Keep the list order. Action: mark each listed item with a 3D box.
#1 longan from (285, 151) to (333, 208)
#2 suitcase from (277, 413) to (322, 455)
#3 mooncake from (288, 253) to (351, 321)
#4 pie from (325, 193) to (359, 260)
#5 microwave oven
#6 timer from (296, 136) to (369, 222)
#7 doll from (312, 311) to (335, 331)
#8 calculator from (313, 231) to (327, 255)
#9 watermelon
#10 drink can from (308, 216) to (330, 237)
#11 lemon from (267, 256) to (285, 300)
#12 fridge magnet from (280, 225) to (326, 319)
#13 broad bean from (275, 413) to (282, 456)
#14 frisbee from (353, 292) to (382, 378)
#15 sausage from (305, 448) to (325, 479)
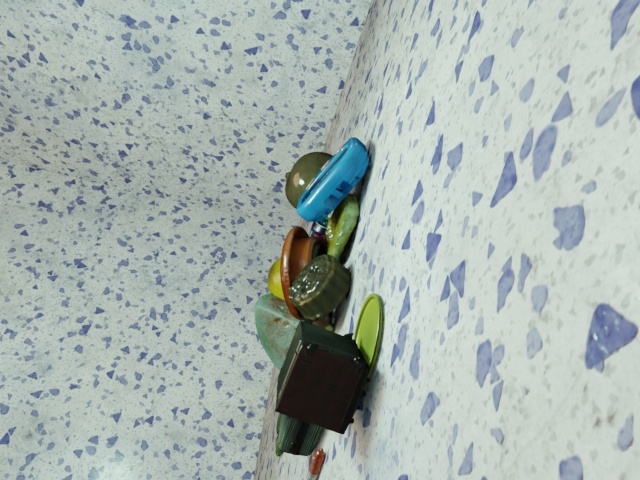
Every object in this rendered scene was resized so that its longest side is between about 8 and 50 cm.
[{"bbox_3d":[-0.019,-0.248,2.205,0.297,0.297,0.298,-167,90,-83],"label":"longan"},{"bbox_3d":[-0.047,0.524,1.598,0.202,0.128,0.312,-88,13,-57],"label":"suitcase"},{"bbox_3d":[-0.006,0.155,1.689,0.228,0.124,0.228,-40,18,16],"label":"mooncake"},{"bbox_3d":[0.081,-0.045,1.872,0.277,0.078,0.277,-166,90,-79],"label":"pie"},{"bbox_3d":[0.007,0.316,1.203,0.247,0.188,0.178,-121,50,-85],"label":"microwave oven"},{"bbox_3d":[0.049,-0.222,1.868,0.340,0.115,0.309,-48,11,17],"label":"timer"},{"bbox_3d":[0.004,0.310,1.771,0.145,0.096,0.188,105,165,-67],"label":"doll"},{"bbox_3d":[0.016,0.028,2.085,0.127,0.034,0.190,64,170,-9],"label":"calculator"},{"bbox_3d":[-0.103,0.376,2.074,0.258,0.388,0.228,-23,12,30],"label":"watermelon"},{"bbox_3d":[0.000,0.000,2.246,0.118,0.118,0.205,-88,11,-57],"label":"drink can"},{"bbox_3d":[-0.138,0.193,2.462,0.284,0.260,0.261,119,163,-83],"label":"lemon"},{"bbox_3d":[-0.062,0.125,1.938,0.363,0.155,0.364,-5,-90,-74],"label":"fridge magnet"},{"bbox_3d":[-0.185,0.897,2.355,0.070,0.048,0.214,116,162,-59],"label":"broad bean"},{"bbox_3d":[0.115,0.249,1.261,0.236,0.017,0.236,-167,90,-83],"label":"frisbee"},{"bbox_3d":[-0.028,0.713,1.495,0.034,0.034,0.254,-92,17,-65],"label":"sausage"}]
